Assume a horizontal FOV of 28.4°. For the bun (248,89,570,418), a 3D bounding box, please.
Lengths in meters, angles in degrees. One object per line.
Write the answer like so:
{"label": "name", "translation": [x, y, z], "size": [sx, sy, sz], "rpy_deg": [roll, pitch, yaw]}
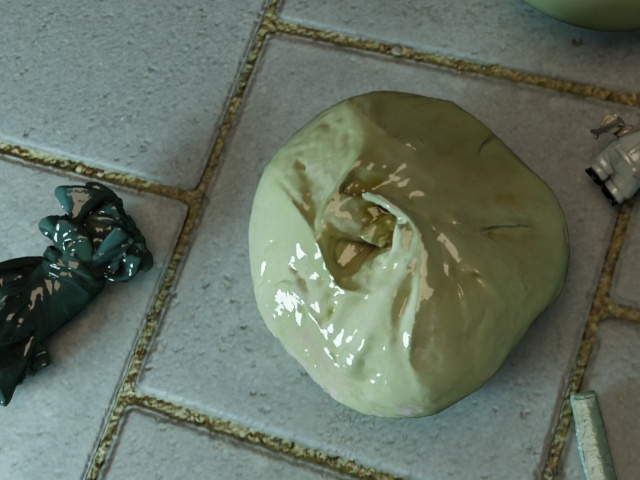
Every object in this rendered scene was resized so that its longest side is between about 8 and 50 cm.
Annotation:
{"label": "bun", "translation": [0.086, 0.008, 1.341], "size": [0.361, 0.213, 0.361], "rpy_deg": [-3, 75, 10]}

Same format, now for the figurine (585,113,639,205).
{"label": "figurine", "translation": [0.396, -0.126, 1.375], "size": [0.229, 0.112, 0.137], "rpy_deg": [-40, 57, 12]}

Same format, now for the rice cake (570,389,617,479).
{"label": "rice cake", "translation": [0.288, 0.240, 1.310], "size": [0.033, 0.029, 0.170], "rpy_deg": [-9, 70, 4]}

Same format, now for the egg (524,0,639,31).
{"label": "egg", "translation": [0.305, -0.335, 1.426], "size": [0.254, 0.188, 0.188], "rpy_deg": [39, 84, 15]}

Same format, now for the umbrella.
{"label": "umbrella", "translation": [-0.354, 0.081, 1.500], "size": [0.349, 0.094, 0.143], "rpy_deg": [-42, 62, -1]}
